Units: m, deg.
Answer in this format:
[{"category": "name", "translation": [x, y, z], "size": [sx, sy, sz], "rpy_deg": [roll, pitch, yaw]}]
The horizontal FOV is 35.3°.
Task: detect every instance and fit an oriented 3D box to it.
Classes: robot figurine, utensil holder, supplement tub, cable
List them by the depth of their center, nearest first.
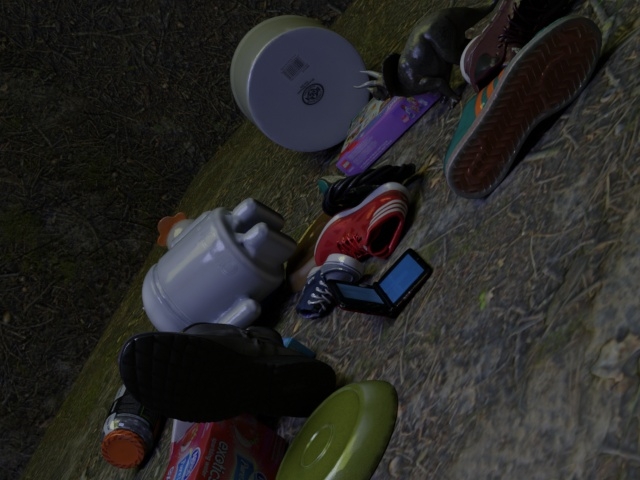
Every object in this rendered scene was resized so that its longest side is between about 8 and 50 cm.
[{"category": "cable", "translation": [0.085, -0.089, 1.758], "size": [0.184, 0.047, 0.150], "rpy_deg": [-10, -14, -45]}, {"category": "robot figurine", "translation": [-0.214, 0.073, 2.004], "size": [0.353, 0.200, 0.300], "rpy_deg": [-42, 45, 16]}, {"category": "supplement tub", "translation": [-0.407, 0.398, 2.180], "size": [0.117, 0.117, 0.190], "rpy_deg": [-47, 14, 22]}, {"category": "utensil holder", "translation": [-0.055, -0.403, 2.580], "size": [0.327, 0.327, 0.385], "rpy_deg": [-52, 17, 6]}]

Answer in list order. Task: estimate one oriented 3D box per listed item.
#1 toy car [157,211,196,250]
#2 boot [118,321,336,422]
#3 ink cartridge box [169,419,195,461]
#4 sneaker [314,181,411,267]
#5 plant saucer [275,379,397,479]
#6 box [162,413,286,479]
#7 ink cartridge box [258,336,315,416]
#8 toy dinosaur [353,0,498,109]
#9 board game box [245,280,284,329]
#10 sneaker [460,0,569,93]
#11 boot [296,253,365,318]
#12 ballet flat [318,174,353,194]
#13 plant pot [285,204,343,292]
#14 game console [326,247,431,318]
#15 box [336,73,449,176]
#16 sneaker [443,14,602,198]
[{"category": "toy car", "translation": [-0.317, 0.037, 2.512], "size": [0.210, 0.238, 0.219], "rpy_deg": [-52, 14, 5]}, {"category": "boot", "translation": [-0.165, 0.177, 1.460], "size": [0.223, 0.338, 0.118], "rpy_deg": [24, 96, 56]}, {"category": "ink cartridge box", "translation": [-0.190, 0.283, 1.659], "size": [0.237, 0.100, 0.172], "rpy_deg": [-103, 22, -72]}, {"category": "sneaker", "translation": [0.060, 0.000, 1.702], "size": [0.221, 0.087, 0.128], "rpy_deg": [-47, 14, 29]}, {"category": "plant saucer", "translation": [0.008, 0.274, 1.305], "size": [0.241, 0.037, 0.241], "rpy_deg": [-48, 15, 18]}, {"category": "box", "translation": [-0.148, 0.361, 1.408], "size": [0.122, 0.128, 0.257], "rpy_deg": [-46, 15, 28]}, {"category": "ink cartridge box", "translation": [-0.072, 0.224, 1.654], "size": [0.122, 0.052, 0.088], "rpy_deg": [-60, 15, -19]}, {"category": "toy dinosaur", "translation": [0.217, -0.349, 1.878], "size": [0.313, 0.160, 0.121], "rpy_deg": [-48, 15, 23]}, {"category": "board game box", "translation": [-0.172, 0.160, 2.141], "size": [0.210, 0.047, 0.160], "rpy_deg": [-57, 15, -15]}, {"category": "sneaker", "translation": [0.337, -0.341, 1.635], "size": [0.281, 0.106, 0.162], "rpy_deg": [-58, 15, 28]}, {"category": "boot", "translation": [0.015, 0.084, 1.708], "size": [0.086, 0.069, 0.190], "rpy_deg": [-66, 9, -19]}, {"category": "ballet flat", "translation": [0.041, -0.113, 2.133], "size": [0.052, 0.057, 0.168], "rpy_deg": [-27, 14, -10]}, {"category": "plant pot", "translation": [0.000, 0.000, 2.005], "size": [0.236, 0.032, 0.236], "rpy_deg": [-48, 16, 18]}, {"category": "game console", "translation": [0.084, 0.055, 1.503], "size": [0.144, 0.124, 0.085], "rpy_deg": [-123, 44, -76]}, {"category": "box", "translation": [0.157, -0.280, 2.117], "size": [0.293, 0.057, 0.201], "rpy_deg": [-43, 16, 34]}, {"category": "sneaker", "translation": [0.275, -0.203, 1.448], "size": [0.302, 0.108, 0.121], "rpy_deg": [-51, 18, 15]}]
